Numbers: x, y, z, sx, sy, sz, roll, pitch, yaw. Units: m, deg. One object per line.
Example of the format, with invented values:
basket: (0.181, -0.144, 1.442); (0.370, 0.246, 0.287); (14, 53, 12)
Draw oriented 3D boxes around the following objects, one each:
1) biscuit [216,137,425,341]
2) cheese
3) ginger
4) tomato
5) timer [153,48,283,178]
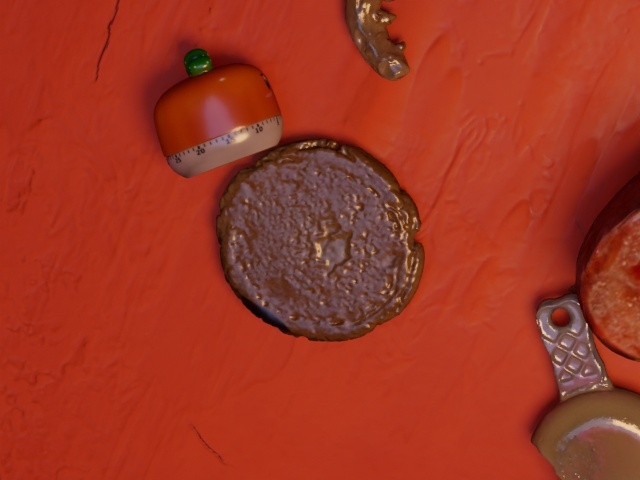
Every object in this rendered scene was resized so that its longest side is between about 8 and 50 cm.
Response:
biscuit: (0.000, 0.000, 1.734); (0.225, 0.042, 0.226); (2, 100, 12)
cheese: (0.281, 0.192, 1.700); (0.163, 0.082, 0.286); (-20, 94, 14)
ginger: (0.057, -0.248, 1.671); (0.069, 0.051, 0.173); (3, 107, 17)
tomato: (0.383, -0.009, 1.589); (0.309, 0.170, 0.309); (-6, 124, -9)
timer: (-0.109, -0.135, 1.703); (0.136, 0.099, 0.136); (0, 90, 5)
